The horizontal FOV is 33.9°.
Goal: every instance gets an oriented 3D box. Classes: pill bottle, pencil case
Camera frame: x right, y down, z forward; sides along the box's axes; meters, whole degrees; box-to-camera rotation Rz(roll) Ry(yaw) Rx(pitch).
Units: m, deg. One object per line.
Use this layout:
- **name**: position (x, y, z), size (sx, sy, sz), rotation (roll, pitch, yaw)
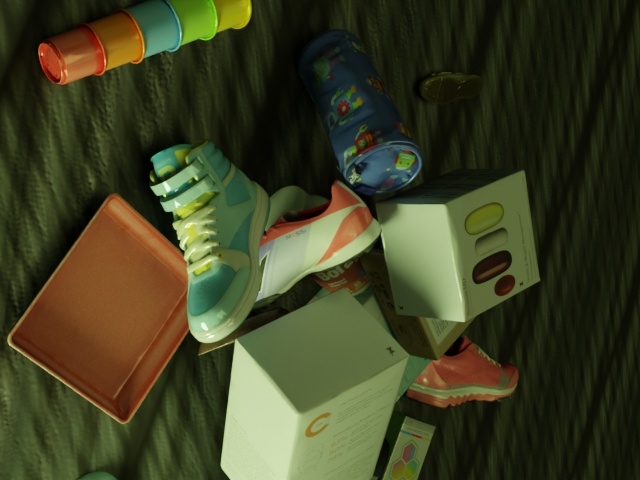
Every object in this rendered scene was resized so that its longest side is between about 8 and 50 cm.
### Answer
- **pill bottle**: position (0.000, 0.000, 1.774), size (0.216, 0.121, 0.121), rotation (39, 73, -42)
- **pencil case**: position (0.056, -0.199, 1.670), size (0.119, 0.306, 0.133), rotation (23, 123, -42)

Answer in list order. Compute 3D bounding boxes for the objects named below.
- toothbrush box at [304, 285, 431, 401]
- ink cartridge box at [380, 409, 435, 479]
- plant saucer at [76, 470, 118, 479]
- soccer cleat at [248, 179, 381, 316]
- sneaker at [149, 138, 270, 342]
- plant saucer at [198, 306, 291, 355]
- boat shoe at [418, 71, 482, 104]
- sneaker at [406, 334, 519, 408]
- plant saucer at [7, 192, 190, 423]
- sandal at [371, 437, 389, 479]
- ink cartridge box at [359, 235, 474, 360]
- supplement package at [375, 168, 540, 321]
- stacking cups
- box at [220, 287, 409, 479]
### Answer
- **toothbrush box**: position (0.111, 0.146, 1.913), size (0.295, 0.126, 0.216), rotation (-47, 126, -28)
- **ink cartridge box**: position (0.141, 0.444, 2.064), size (0.109, 0.062, 0.209), rotation (28, 81, -45)
- **plant saucer**: position (-0.346, 0.414, 1.608), size (0.119, 0.021, 0.119), rotation (-12, 109, -41)
- **soccer cleat**: position (-0.062, 0.020, 1.647), size (0.116, 0.318, 0.108), rotation (56, 20, -15)
- **sneaker**: position (-0.184, -0.017, 1.535), size (0.208, 0.127, 0.319), rotation (48, 29, -34)
- **plant saucer**: position (-0.120, 0.141, 1.678), size (0.168, 0.168, 0.029), rotation (-16, 84, -41)
- **boat shoe**: position (0.240, -0.295, 1.997), size (0.153, 0.048, 0.056), rotation (-15, 123, -34)
- **sneaker**: position (0.308, 0.257, 2.145), size (0.314, 0.116, 0.136), rotation (-1, 99, -44)
- **plant saucer**: position (-0.308, 0.100, 1.550), size (0.258, 0.048, 0.259), rotation (47, 66, -40)
- **sandal**: position (0.025, 0.559, 1.894), size (0.107, 0.168, 0.445), rotation (35, 73, -24)
- **ink cartridge box**: position (0.187, 0.057, 1.818), size (0.193, 0.088, 0.234), rotation (-44, 122, -30)
- **supplement package**: position (0.224, 0.003, 1.684), size (0.203, 0.149, 0.194), rotation (-23, 108, -39)
- **stacking cups**: position (-0.244, -0.304, 1.480), size (0.316, 0.096, 0.096), rotation (-28, 119, -36)
- **box**: position (-0.018, 0.278, 1.682), size (0.215, 0.168, 0.345), rotation (-24, 144, -31)
